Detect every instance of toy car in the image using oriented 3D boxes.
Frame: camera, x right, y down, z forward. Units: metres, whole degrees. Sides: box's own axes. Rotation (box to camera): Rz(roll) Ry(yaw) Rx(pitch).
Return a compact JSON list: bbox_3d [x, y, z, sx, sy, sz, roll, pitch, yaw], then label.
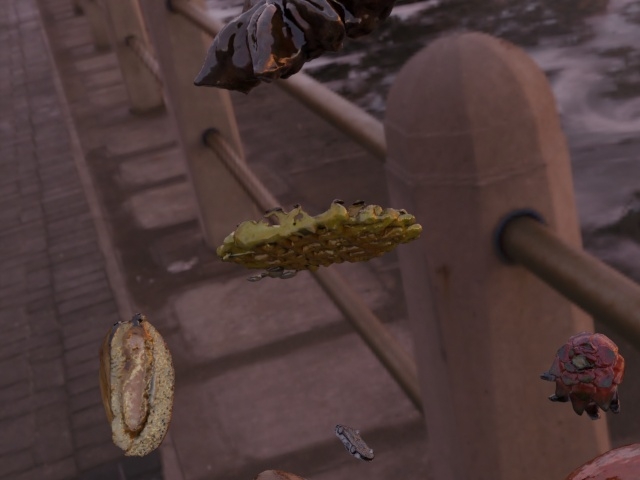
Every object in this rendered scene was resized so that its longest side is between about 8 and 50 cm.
[{"bbox_3d":[0.054,0.327,1.604,0.041,0.025,0.093,22,15,-32],"label":"toy car"}]

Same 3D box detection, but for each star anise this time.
[{"bbox_3d":[-0.042,-0.292,1.374,0.315,0.108,0.315,-26,24,13],"label":"star anise"}]

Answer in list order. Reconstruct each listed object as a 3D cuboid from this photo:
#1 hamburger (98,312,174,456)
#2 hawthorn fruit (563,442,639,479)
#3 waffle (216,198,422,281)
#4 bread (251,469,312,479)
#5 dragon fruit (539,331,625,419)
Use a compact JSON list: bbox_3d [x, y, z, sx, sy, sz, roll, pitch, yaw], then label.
[{"bbox_3d":[-0.237,0.181,1.279,0.087,0.176,0.102,-5,-2,-22],"label":"hamburger"},{"bbox_3d":[0.375,0.360,1.213,0.262,0.210,0.210,-20,23,4],"label":"hawthorn fruit"},{"bbox_3d":[-0.001,-0.003,1.436,0.281,0.060,0.262,1,-19,-26],"label":"waffle"},{"bbox_3d":[-0.030,0.320,1.074,0.129,0.126,0.044,19,9,5],"label":"bread"},{"bbox_3d":[0.466,0.230,1.746,0.121,0.142,0.130,3,42,-17],"label":"dragon fruit"}]
